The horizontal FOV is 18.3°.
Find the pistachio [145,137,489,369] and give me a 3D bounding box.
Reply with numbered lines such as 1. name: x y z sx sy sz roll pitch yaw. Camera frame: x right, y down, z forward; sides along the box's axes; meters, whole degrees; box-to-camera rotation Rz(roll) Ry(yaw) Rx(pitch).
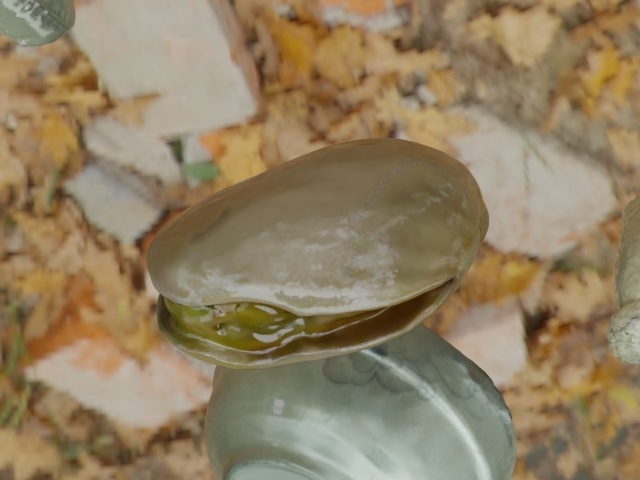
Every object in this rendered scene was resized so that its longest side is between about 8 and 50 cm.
1. pistachio: 0.000 0.000 1.597 0.288 0.197 0.166 -11 136 -12

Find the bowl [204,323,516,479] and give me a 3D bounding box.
1. bowl: 0.018 0.211 1.894 0.307 0.163 0.307 19 139 18

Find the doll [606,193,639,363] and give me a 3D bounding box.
1. doll: 0.293 -0.043 1.421 0.175 0.149 0.278 6 117 -34

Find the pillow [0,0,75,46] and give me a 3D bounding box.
1. pillow: -0.306 -0.322 1.580 0.119 0.322 0.255 -29 142 12
